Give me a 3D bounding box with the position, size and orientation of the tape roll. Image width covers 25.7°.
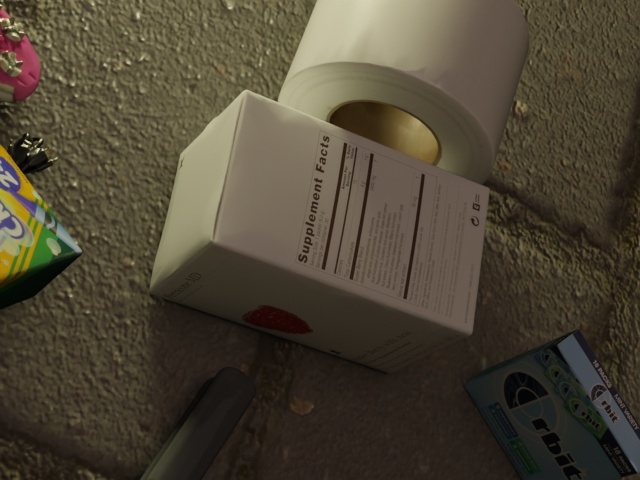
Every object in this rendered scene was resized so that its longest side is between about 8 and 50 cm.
[{"bbox_3d":[0.092,-0.176,1.532,0.246,0.246,0.169,28,60,-16],"label":"tape roll"}]

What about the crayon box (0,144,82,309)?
[{"bbox_3d":[-0.358,-0.021,1.181,0.203,0.083,0.323,52,21,4],"label":"crayon box"}]

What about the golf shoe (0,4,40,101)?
[{"bbox_3d":[-0.418,-0.208,1.336,0.306,0.140,0.115,29,41,-27],"label":"golf shoe"}]

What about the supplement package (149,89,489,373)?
[{"bbox_3d":[0.000,0.000,1.454,0.292,0.177,0.175,20,64,-20],"label":"supplement package"}]

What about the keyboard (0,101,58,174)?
[{"bbox_3d":[-0.389,-0.082,1.365,0.201,0.033,0.317,39,59,-4],"label":"keyboard"}]

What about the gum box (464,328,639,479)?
[{"bbox_3d":[0.255,0.193,1.514,0.041,0.184,0.157,-30,88,-33],"label":"gum box"}]

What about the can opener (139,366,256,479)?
[{"bbox_3d":[-0.162,0.228,1.342,0.093,0.074,0.280,43,57,-7],"label":"can opener"}]
